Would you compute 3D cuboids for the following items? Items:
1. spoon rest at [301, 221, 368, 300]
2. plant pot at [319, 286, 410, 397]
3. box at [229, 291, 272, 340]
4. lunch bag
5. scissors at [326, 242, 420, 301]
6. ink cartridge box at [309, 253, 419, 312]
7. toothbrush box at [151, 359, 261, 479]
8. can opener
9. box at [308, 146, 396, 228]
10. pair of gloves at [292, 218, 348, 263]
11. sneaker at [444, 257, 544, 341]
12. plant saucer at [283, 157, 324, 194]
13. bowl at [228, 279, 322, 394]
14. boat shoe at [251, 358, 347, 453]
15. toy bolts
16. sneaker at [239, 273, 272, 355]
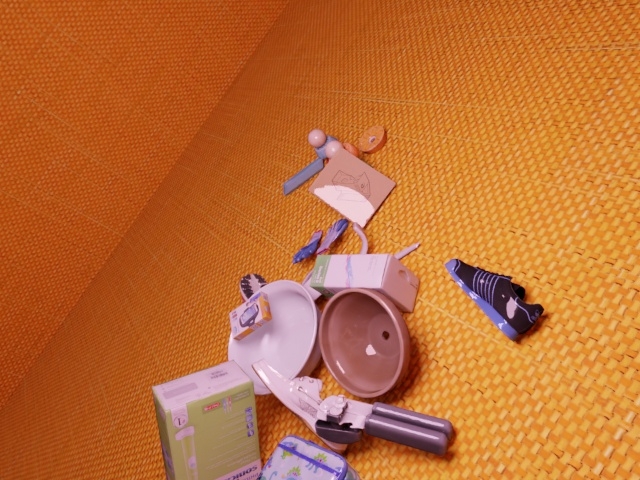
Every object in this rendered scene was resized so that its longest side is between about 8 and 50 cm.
[{"bbox_3d":[0.038,0.079,1.378,0.276,0.084,0.137,-50,8,17],"label":"spoon rest"},{"bbox_3d":[0.116,0.218,1.113,0.238,0.110,0.237,3,94,44],"label":"plant pot"},{"bbox_3d":[-0.191,0.202,1.317,0.136,0.028,0.081,-34,47,18],"label":"box"},{"bbox_3d":[-0.033,0.520,1.067,0.219,0.090,0.176,2,47,49],"label":"lunch bag"},{"bbox_3d":[0.130,0.079,1.326,0.297,0.021,0.109,-45,34,14],"label":"scissors"},{"bbox_3d":[0.106,0.101,1.204,0.213,0.154,0.093,-4,61,39],"label":"ink cartridge box"},{"bbox_3d":[-0.264,0.457,1.185,0.122,0.206,0.282,22,121,55],"label":"toothbrush box"},{"bbox_3d":[0.121,0.370,1.001,0.281,0.093,0.074,1,24,28],"label":"can opener"},{"bbox_3d":[0.090,-0.155,1.458,0.201,0.021,0.164,37,91,13],"label":"box"},{"bbox_3d":[0.000,0.000,1.485,0.198,0.023,0.159,-27,21,42],"label":"pair of gloves"},{"bbox_3d":[0.349,0.099,1.019,0.090,0.081,0.232,-44,43,9],"label":"sneaker"},{"bbox_3d":[-0.060,-0.231,1.807,0.192,0.018,0.067,-34,40,27],"label":"plant saucer"},{"bbox_3d":[-0.090,0.264,1.309,0.298,0.134,0.297,-21,53,31],"label":"bowl"},{"bbox_3d":[-0.032,0.349,1.123,0.096,0.277,0.098,-48,-4,-13],"label":"boat shoe"},{"bbox_3d":[0.071,-0.313,1.604,0.229,0.159,0.218,21,78,54],"label":"toy bolts"},{"bbox_3d":[-0.172,0.233,1.489,0.118,0.108,0.278,104,154,-53],"label":"sneaker"}]
